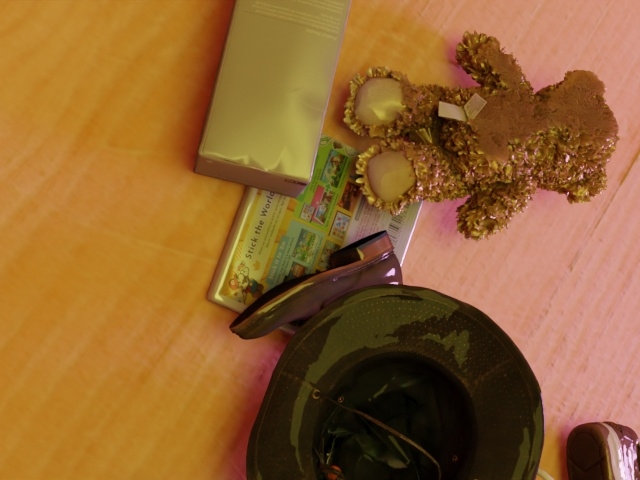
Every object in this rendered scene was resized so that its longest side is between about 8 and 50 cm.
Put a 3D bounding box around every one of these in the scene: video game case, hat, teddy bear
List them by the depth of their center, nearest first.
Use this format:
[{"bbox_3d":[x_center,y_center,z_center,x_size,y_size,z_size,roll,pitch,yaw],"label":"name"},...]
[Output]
[{"bbox_3d":[0.081,0.220,1.605,0.331,0.134,0.331,0,77,0],"label":"hat"},{"bbox_3d":[0.000,0.000,1.677,0.206,0.026,0.227,25,77,-23],"label":"video game case"},{"bbox_3d":[0.181,-0.117,1.732,0.338,0.113,0.245,-22,77,-28],"label":"teddy bear"}]

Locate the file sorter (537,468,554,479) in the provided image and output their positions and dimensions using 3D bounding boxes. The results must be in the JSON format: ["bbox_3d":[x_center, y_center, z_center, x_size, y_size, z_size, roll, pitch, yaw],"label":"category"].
[{"bbox_3d":[0.187,0.410,1.630,0.193,0.173,0.278,44,69,4],"label":"file sorter"}]

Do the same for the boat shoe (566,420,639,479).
[{"bbox_3d":[0.359,0.347,1.792,0.095,0.095,0.257,0,91,-39],"label":"boat shoe"}]

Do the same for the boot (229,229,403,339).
[{"bbox_3d":[0.010,0.080,1.617,0.219,0.082,0.106,-29,97,-26],"label":"boot"}]

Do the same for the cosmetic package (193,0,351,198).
[{"bbox_3d":[-0.051,-0.176,1.606,0.127,0.107,0.238,16,81,-7],"label":"cosmetic package"}]
